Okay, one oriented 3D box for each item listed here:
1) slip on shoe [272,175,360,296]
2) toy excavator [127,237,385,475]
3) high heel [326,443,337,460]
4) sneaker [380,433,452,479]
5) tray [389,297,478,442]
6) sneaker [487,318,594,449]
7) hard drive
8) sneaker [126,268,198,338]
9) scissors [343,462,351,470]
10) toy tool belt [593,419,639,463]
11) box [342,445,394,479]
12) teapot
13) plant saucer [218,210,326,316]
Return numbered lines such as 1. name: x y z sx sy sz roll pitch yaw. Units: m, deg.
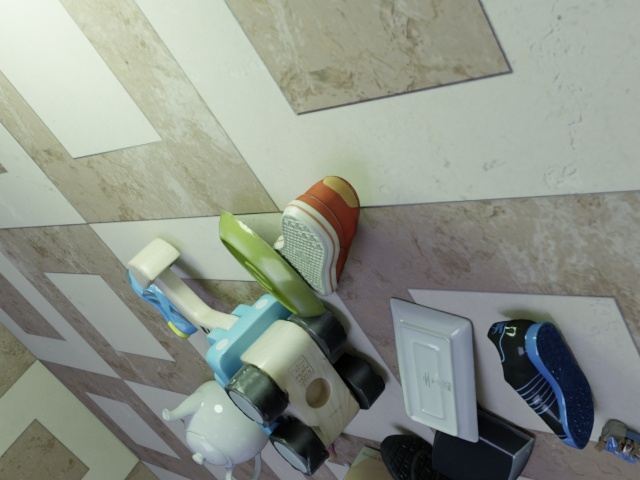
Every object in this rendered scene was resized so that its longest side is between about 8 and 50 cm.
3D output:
1. slip on shoe: 0.000 0.000 1.119 0.123 0.101 0.331 40 163 9
2. toy excavator: -0.160 0.200 1.465 0.445 0.222 0.433 6 137 54
3. high heel: -0.025 0.474 1.816 0.244 0.082 0.117 125 124 -73
4. sneaker: 0.225 0.511 1.561 0.286 0.109 0.130 44 155 -6
5. tray: 0.184 0.223 1.237 0.145 0.030 0.270 14 130 33
6. sneaker: 0.319 0.203 1.084 0.090 0.081 0.232 1 126 49
7. hard drive: 0.286 0.393 1.383 0.172 0.054 0.254 26 147 18
8. sneaker: -0.338 0.119 1.667 0.209 0.069 0.082 45 116 5
9. scissors: 0.133 0.664 1.930 0.297 0.021 0.109 45 150 -14
10. toy tool belt: 0.449 0.306 1.105 0.083 0.051 0.052 23 146 22
11. box: 0.090 0.623 1.638 0.148 0.311 0.121 8 138 37
12. teapot: -0.261 0.507 1.967 0.256 0.187 0.252 28 148 14
13. plant saucer: -0.090 0.049 1.249 0.241 0.037 0.241 42 169 11
